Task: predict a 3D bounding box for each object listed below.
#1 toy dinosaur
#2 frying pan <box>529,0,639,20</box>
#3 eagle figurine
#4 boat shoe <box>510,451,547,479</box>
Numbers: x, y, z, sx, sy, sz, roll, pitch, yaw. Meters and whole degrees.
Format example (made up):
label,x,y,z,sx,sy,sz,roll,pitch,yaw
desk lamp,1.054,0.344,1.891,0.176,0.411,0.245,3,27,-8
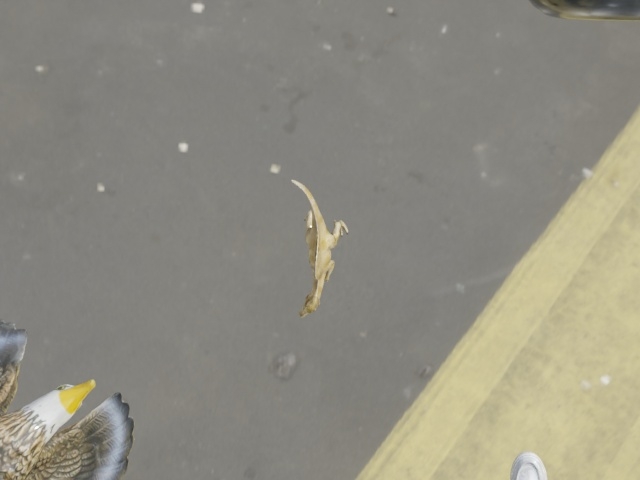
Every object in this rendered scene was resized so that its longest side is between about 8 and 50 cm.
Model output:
label,x,y,z,sx,sy,sz,roll,pitch,yaw
toy dinosaur,0.000,0.000,1.255,0.053,0.183,0.092,3,27,8
frying pan,0.263,-0.241,1.038,0.197,0.053,0.326,-3,14,-11
eagle figurine,-0.289,0.191,0.980,0.225,0.298,0.226,-6,90,-7
boat shoe,0.353,0.456,1.852,0.066,0.063,0.184,7,97,4
